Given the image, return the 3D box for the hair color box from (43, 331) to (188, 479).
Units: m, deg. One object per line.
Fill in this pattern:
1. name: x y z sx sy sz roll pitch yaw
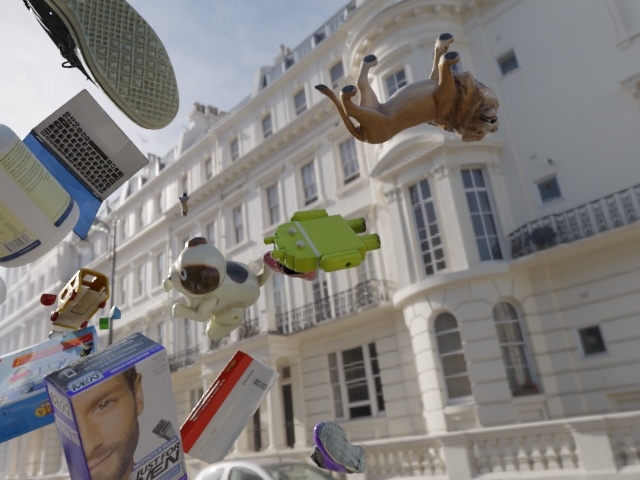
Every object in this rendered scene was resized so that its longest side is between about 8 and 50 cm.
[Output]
1. hair color box: -0.369 0.368 0.971 0.110 0.339 0.185 13 26 38

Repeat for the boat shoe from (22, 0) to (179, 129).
1. boat shoe: -0.502 -0.458 1.165 0.187 0.500 0.156 -43 9 -31

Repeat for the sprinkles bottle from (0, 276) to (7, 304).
1. sprinkles bottle: -1.079 0.184 1.457 0.121 0.121 0.355 -16 7 22

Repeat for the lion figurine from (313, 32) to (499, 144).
1. lion figurine: 0.196 -0.290 1.129 0.392 0.142 0.240 -11 -40 4

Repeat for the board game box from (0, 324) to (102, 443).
1. board game box: -0.702 0.352 1.281 0.308 0.086 0.302 -18 19 -19

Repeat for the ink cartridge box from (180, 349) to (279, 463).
1. ink cartridge box: -0.253 0.468 1.437 0.091 0.308 0.385 33 -14 11

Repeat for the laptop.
1. laptop: -0.910 -0.297 1.992 0.236 0.408 0.382 29 -21 52

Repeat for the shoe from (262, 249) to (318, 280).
1. shoe: -0.095 0.062 1.418 0.178 0.063 0.081 18 -5 25

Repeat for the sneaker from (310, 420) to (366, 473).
1. sneaker: 0.023 0.656 1.610 0.146 0.102 0.293 -13 -46 25

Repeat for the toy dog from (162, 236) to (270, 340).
1. toy dog: -0.409 0.167 1.980 0.395 0.284 0.408 -19 -30 9

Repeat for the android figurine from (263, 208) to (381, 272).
1. android figurine: 0.000 0.000 1.262 0.273 0.248 0.056 -8 -56 -18

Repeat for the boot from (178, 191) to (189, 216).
1. boot: -0.542 -0.137 2.065 0.042 0.118 0.087 3 -66 -9

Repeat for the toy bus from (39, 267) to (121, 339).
1. toy bus: -0.682 0.169 1.456 0.202 0.104 0.191 -11 -43 -13

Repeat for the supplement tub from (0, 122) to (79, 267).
1. supplement tub: -0.753 -0.121 1.194 0.235 0.235 0.325 -14 -51 18
